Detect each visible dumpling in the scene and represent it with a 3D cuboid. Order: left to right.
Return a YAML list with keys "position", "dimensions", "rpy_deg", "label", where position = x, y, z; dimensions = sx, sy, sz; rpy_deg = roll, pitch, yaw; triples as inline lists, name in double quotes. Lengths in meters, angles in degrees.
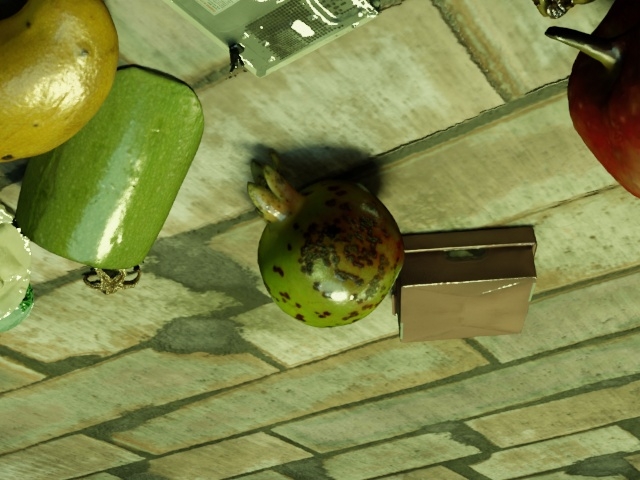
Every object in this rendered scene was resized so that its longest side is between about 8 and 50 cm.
- position: [-0.463, 0.038, 1.287]
  dimensions: [0.181, 0.111, 0.155]
  rpy_deg: [-37, 129, 25]
  label: "dumpling"

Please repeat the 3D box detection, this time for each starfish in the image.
- position: [-0.314, 0.056, 1.444]
  dimensions: [0.078, 0.028, 0.091]
  rpy_deg: [17, 139, -27]
  label: "starfish"

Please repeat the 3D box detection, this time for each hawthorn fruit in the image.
- position: [0.363, -0.158, 0.892]
  dimensions: [0.369, 0.284, 0.285]
  rpy_deg: [6, 148, -18]
  label: "hawthorn fruit"

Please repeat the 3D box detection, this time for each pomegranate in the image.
- position: [0.000, -0.009, 1.246]
  dimensions: [0.198, 0.246, 0.198]
  rpy_deg: [-30, 178, -1]
  label: "pomegranate"

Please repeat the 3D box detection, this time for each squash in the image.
- position: [-0.254, -0.107, 1.177]
  dimensions: [0.189, 0.189, 0.260]
  rpy_deg: [15, 110, -28]
  label: "squash"

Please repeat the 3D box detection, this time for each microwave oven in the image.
- position: [-0.072, -0.271, 0.752]
  dimensions: [0.145, 0.194, 0.240]
  rpy_deg: [-24, 142, 29]
  label: "microwave oven"

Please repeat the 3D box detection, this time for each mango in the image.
- position: [-0.306, -0.163, 0.989]
  dimensions: [0.157, 0.109, 0.262]
  rpy_deg: [28, 136, -36]
  label: "mango"

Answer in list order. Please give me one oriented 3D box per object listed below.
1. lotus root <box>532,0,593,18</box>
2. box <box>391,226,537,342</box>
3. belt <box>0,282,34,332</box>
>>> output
- position: [0.253, -0.291, 0.854]
  dimensions: [0.108, 0.094, 0.190]
  rpy_deg: [-7, 149, -39]
  label: "lotus root"
- position: [0.215, 0.073, 1.469]
  dimensions: [0.215, 0.086, 0.215]
  rpy_deg: [-4, 149, 1]
  label: "box"
- position: [-0.488, 0.083, 1.380]
  dimensions: [0.151, 0.121, 0.079]
  rpy_deg: [-2, 148, -3]
  label: "belt"
